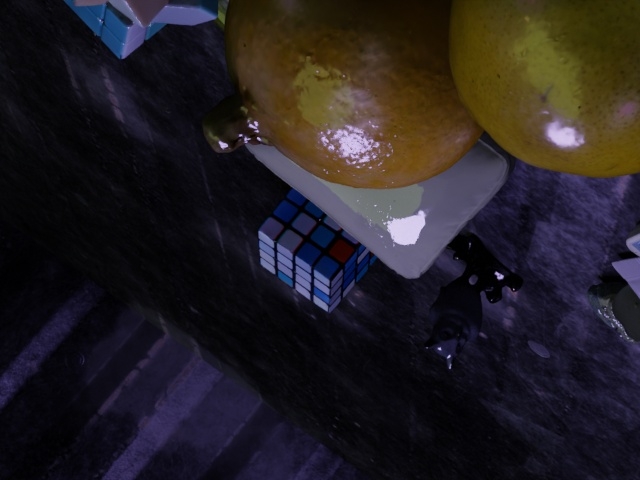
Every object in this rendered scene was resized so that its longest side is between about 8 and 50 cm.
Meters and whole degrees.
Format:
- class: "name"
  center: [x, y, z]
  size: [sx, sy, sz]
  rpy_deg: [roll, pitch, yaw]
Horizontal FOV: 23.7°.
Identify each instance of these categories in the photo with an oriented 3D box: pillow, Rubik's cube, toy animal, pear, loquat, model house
- class: "pillow"
  center: [0.071, -0.120, 2.038]
  size: [0.322, 0.120, 0.255]
  rpy_deg: [40, 122, 1]
- class: "Rubik's cube"
  center: [0.000, 0.000, 2.501]
  size: [0.155, 0.151, 0.154]
  rpy_deg: [35, 159, 15]
- class: "toy animal"
  center: [0.194, 0.099, 2.277]
  size: [0.121, 0.210, 0.117]
  rpy_deg: [46, 146, -14]
- class: "pear"
  center: [0.268, -0.203, 1.369]
  size: [0.285, 0.285, 0.336]
  rpy_deg: [41, 159, -3]
- class: "loquat"
  center: [0.024, -0.205, 1.714]
  size: [0.328, 0.359, 0.328]
  rpy_deg: [59, 172, 13]
- class: "Rubik's cube"
  center: [-0.250, -0.376, 2.025]
  size: [0.265, 0.224, 0.213]
  rpy_deg: [45, 160, 2]
- class: "model house"
  center: [0.408, 0.098, 2.087]
  size: [0.079, 0.066, 0.083]
  rpy_deg: [48, 161, -17]

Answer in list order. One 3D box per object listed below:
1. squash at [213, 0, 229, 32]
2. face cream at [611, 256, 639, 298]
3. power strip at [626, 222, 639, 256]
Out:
- class: "squash"
  center: [-0.069, -0.269, 2.158]
  size: [0.229, 0.066, 0.066]
  rpy_deg: [44, 161, -9]
- class: "face cream"
  center: [0.555, 0.184, 1.962]
  size: [0.420, 0.137, 0.235]
  rpy_deg: [52, 160, -11]
- class: "power strip"
  center: [0.429, -0.011, 1.861]
  size: [0.047, 0.030, 0.191]
  rpy_deg: [41, 161, -4]
